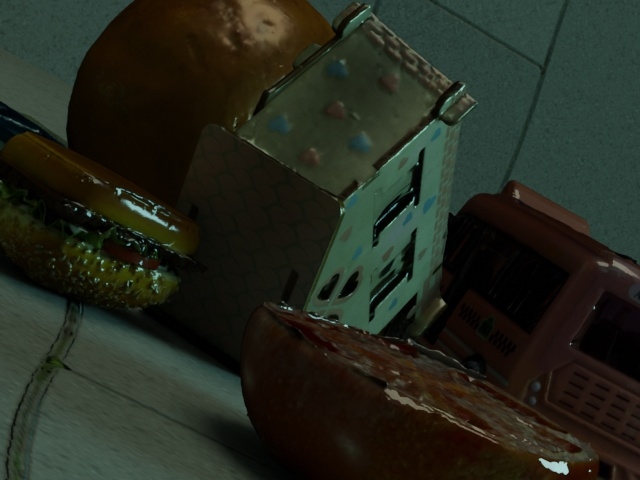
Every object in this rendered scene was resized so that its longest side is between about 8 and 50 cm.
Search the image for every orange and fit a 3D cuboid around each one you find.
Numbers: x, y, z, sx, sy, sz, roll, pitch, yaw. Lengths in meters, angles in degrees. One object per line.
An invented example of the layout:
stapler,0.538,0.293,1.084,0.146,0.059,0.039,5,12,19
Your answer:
orange,-0.105,-0.119,1.669,0.226,0.284,0.284,33,5,21

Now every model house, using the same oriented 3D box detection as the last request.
model house,-0.021,0.005,1.384,0.169,0.244,0.326,32,-29,19

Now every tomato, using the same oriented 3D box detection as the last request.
tomato,0.048,0.121,1.085,0.236,0.095,0.237,26,6,-3

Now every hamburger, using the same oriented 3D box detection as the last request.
hamburger,-0.165,-0.008,1.239,0.137,0.087,0.166,32,3,41

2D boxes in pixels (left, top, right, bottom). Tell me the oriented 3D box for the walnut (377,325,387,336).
walnut,0.114,0.053,2.059,0.197,0.165,0.165,33,4,3

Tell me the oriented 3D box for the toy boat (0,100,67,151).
toy boat,-0.283,-0.082,1.543,0.096,0.062,0.299,28,3,-36

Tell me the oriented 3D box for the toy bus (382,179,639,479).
toy bus,0.215,0.091,1.709,0.203,0.233,0.427,28,4,-15

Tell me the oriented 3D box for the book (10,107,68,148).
book,-0.303,-0.098,1.879,0.289,0.026,0.201,33,7,39
